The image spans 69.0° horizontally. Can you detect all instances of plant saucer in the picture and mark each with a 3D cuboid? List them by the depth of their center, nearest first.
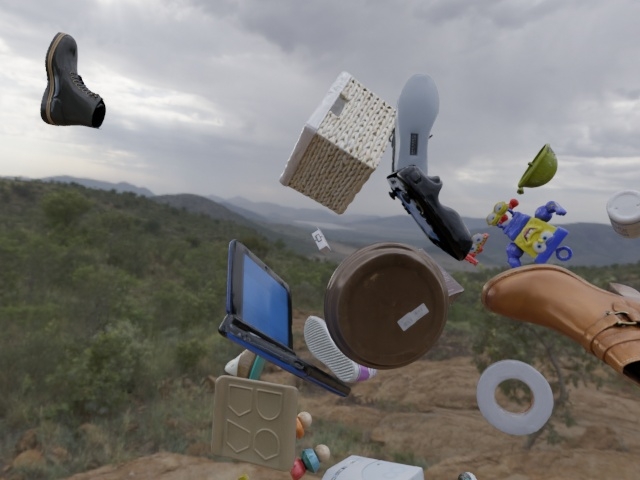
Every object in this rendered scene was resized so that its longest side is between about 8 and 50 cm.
[{"bbox_3d":[0.146,0.141,0.980,0.278,0.277,0.041,4,3,-10],"label":"plant saucer"}]

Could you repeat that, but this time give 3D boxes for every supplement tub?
[{"bbox_3d":[0.617,-0.051,0.930,0.071,0.071,0.107,7,-15,40],"label":"supplement tub"}]

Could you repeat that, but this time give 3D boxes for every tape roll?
[{"bbox_3d":[0.601,0.485,1.450,0.219,0.219,0.072,6,-7,21],"label":"tape roll"}]

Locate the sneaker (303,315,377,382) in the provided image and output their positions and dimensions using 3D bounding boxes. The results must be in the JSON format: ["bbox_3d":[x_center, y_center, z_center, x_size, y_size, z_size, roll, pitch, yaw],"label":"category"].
[{"bbox_3d":[0.067,0.352,1.505,0.161,0.102,0.282,11,25,-45],"label":"sneaker"}]

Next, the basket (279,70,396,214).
[{"bbox_3d":[0.071,-0.327,1.609,0.266,0.328,0.331,30,-34,-3],"label":"basket"}]

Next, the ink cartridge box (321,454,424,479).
[{"bbox_3d":[0.106,0.819,1.500,0.308,0.091,0.385,-12,-8,42],"label":"ink cartridge box"}]

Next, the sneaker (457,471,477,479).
[{"bbox_3d":[0.399,0.691,1.275,0.076,0.065,0.166,-1,1,-2],"label":"sneaker"}]

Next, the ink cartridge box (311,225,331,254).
[{"bbox_3d":[0.000,0.000,1.499,0.028,0.083,0.048,-30,-30,6],"label":"ink cartridge box"}]

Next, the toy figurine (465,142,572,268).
[{"bbox_3d":[0.571,-0.040,1.218,0.217,0.362,0.191,38,17,23],"label":"toy figurine"}]

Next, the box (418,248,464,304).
[{"bbox_3d":[0.320,0.159,1.528,0.167,0.168,0.203,-6,47,-50],"label":"box"}]

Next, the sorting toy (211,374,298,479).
[{"bbox_3d":[-0.172,0.516,1.208,0.229,0.307,0.041,2,-3,18],"label":"sorting toy"}]

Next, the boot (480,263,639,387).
[{"bbox_3d":[0.409,0.140,0.720,0.284,0.109,0.220,12,25,3],"label":"boot"}]

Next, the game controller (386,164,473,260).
[{"bbox_3d":[0.179,-0.053,0.812,0.067,0.166,0.319,-27,4,7],"label":"game controller"}]

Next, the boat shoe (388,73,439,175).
[{"bbox_3d":[0.237,-0.270,1.214,0.113,0.306,0.105,1,0,-9],"label":"boat shoe"}]

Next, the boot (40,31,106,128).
[{"bbox_3d":[-0.518,-0.340,1.011,0.137,0.197,0.077,12,9,13],"label":"boot"}]

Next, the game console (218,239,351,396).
[{"bbox_3d":[-0.055,0.158,0.908,0.250,0.173,0.293,19,-16,28],"label":"game console"}]

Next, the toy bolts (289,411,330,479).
[{"bbox_3d":[-0.068,0.720,1.672,0.159,0.228,0.218,-23,-24,-19],"label":"toy bolts"}]

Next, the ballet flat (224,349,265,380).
[{"bbox_3d":[-0.263,0.475,1.554,0.124,0.342,0.116,13,10,15],"label":"ballet flat"}]
